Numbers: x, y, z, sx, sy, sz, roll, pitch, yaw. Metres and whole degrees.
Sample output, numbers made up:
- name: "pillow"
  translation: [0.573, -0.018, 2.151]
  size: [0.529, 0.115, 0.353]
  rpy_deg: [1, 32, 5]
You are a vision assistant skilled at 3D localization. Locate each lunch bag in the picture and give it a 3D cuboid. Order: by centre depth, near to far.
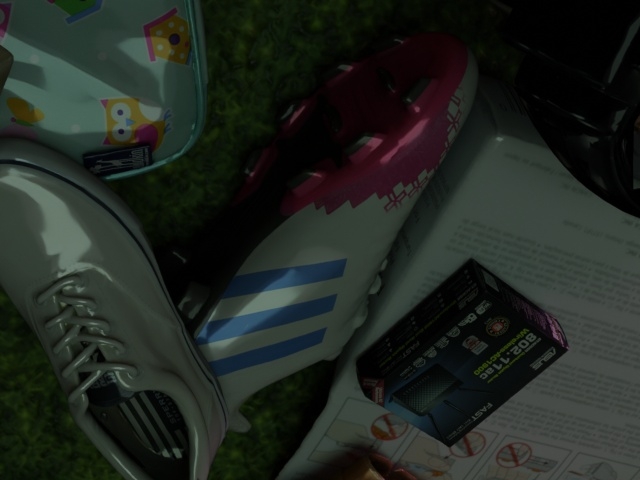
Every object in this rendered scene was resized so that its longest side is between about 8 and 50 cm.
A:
- name: "lunch bag"
  translation: [-0.188, -0.155, 0.748]
  size: [0.224, 0.108, 0.279]
  rpy_deg: [-10, 115, -12]

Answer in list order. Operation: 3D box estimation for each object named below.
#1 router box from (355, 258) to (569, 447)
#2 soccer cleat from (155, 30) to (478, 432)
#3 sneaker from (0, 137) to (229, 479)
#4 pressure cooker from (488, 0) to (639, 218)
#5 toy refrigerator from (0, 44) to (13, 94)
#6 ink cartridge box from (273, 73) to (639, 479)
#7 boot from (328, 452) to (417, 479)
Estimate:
- name: "router box"
  translation: [0.099, 0.082, 0.894]
  size: [0.092, 0.038, 0.122]
  rpy_deg: [33, 115, -31]
- name: "soccer cleat"
  translation: [0.000, 0.000, 0.879]
  size: [0.331, 0.116, 0.143]
  rpy_deg: [-44, 126, 11]
- name: "sneaker"
  translation: [-0.129, 0.054, 0.760]
  size: [0.094, 0.091, 0.258]
  rpy_deg: [-28, 118, 11]
- name: "pressure cooker"
  translation: [0.289, -0.199, 0.734]
  size: [0.370, 0.375, 0.420]
  rpy_deg: [23, 105, -8]
- name: "toy refrigerator"
  translation: [-0.307, -0.116, 0.653]
  size: [0.269, 0.094, 0.102]
  rpy_deg: [34, 123, 3]
- name: "ink cartridge box"
  translation: [0.160, 0.085, 0.991]
  size: [0.308, 0.091, 0.385]
  rpy_deg: [16, 124, -23]
- name: "boot"
  translation: [-0.017, 0.211, 0.961]
  size: [0.152, 0.073, 0.197]
  rpy_deg: [-42, 134, 23]
